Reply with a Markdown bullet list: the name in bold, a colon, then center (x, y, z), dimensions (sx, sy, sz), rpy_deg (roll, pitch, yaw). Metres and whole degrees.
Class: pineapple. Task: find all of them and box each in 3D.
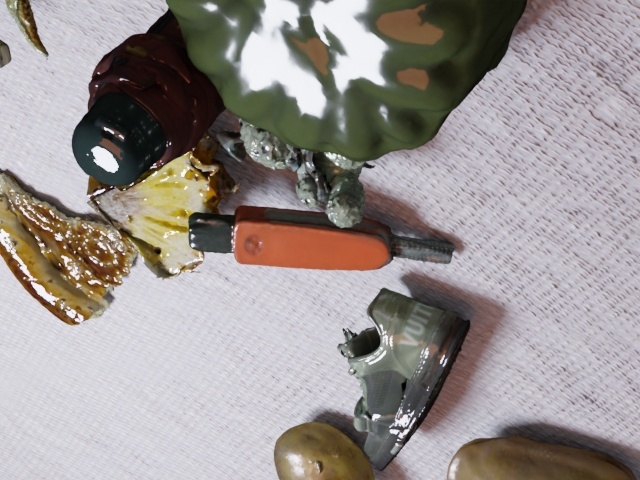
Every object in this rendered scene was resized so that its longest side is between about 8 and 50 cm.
- **pineapple**: center (-0.196, -0.061, 1.570), dimensions (0.186, 0.114, 0.236), rpy_deg (4, 135, -8)

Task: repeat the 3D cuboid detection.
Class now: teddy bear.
- **teddy bear**: center (-0.008, -0.109, 1.460), dimensions (0.213, 0.111, 0.133), rpy_deg (29, 121, 37)

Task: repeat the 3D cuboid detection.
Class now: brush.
- **brush**: center (0.000, 0.000, 1.525), dimensions (0.323, 0.051, 0.070), rpy_deg (6, 127, 2)

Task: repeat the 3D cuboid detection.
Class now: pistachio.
- **pistachio**: center (0.284, 0.361, 1.636), dimensions (0.260, 0.163, 0.213), rpy_deg (17, 100, 20)

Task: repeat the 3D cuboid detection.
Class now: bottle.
- **bottle**: center (-0.178, -0.161, 1.380), dimensions (0.143, 0.271, 0.156), rpy_deg (33, 136, 2)

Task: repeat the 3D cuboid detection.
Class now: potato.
- **potato**: center (0.006, 0.340, 1.813), dimensions (0.137, 0.137, 0.176), rpy_deg (-8, 101, 35)

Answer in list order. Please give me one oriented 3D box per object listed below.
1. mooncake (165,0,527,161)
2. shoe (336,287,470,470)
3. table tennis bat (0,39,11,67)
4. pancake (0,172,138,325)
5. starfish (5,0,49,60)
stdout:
- **mooncake**: center (0.018, -0.256, 1.240), dimensions (0.356, 0.194, 0.356), rpy_deg (16, 134, 17)
- **shoe**: center (0.083, 0.171, 1.636), dimensions (0.149, 0.109, 0.293), rpy_deg (31, 133, 9)
- **table tennis bat**: center (-0.477, -0.291, 1.572), dimensions (0.274, 0.021, 0.154), rpy_deg (36, 148, 27)
- **pancake**: center (-0.365, 0.009, 1.794), dimensions (0.244, 0.057, 0.266), rpy_deg (-9, 120, 35)
- **starfish**: center (-0.385, -0.371, 1.447), dimensions (0.358, 0.078, 0.347), rpy_deg (5, 124, 47)
